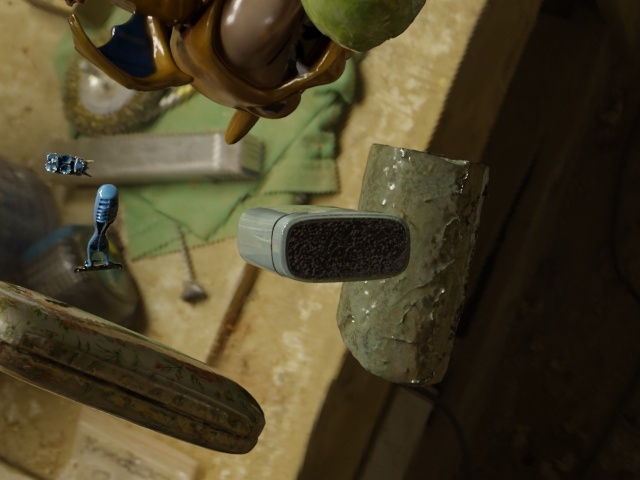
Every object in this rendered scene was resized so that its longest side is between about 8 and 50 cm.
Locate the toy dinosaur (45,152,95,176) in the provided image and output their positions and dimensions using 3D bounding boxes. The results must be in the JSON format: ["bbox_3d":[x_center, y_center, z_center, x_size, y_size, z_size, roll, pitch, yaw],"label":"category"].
[{"bbox_3d":[-0.390,-0.116,1.827,0.083,0.047,0.030,8,87,21],"label":"toy dinosaur"}]

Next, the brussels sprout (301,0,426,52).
[{"bbox_3d":[0.037,-0.290,1.326,0.151,0.122,0.149,1,92,21],"label":"brussels sprout"}]

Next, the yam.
[{"bbox_3d":[0.117,0.023,1.559,0.168,0.168,0.304,17,104,25],"label":"yam"}]

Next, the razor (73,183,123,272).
[{"bbox_3d":[-0.346,-0.017,1.876,0.082,0.253,0.042,-6,65,-17],"label":"razor"}]

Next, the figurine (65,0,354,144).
[{"bbox_3d":[-0.175,-0.325,1.620,0.268,0.387,0.401,-51,24,7],"label":"figurine"}]

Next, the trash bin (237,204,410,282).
[{"bbox_3d":[0.000,0.000,1.025,0.116,0.130,0.059,0,95,-20],"label":"trash bin"}]

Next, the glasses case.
[{"bbox_3d":[-0.250,0.157,1.447,0.098,0.425,0.156,-61,33,2],"label":"glasses case"}]
